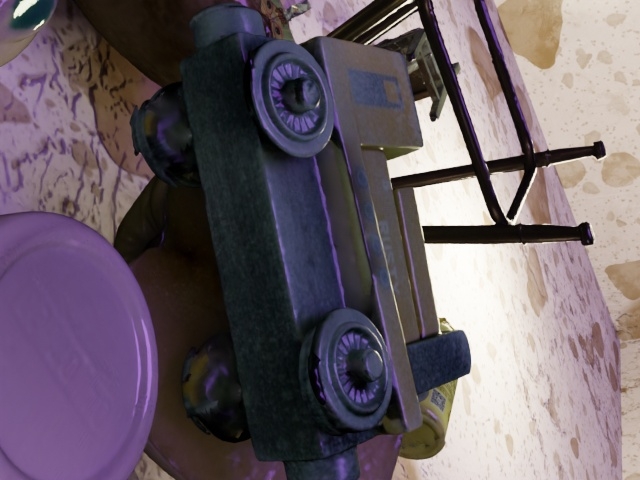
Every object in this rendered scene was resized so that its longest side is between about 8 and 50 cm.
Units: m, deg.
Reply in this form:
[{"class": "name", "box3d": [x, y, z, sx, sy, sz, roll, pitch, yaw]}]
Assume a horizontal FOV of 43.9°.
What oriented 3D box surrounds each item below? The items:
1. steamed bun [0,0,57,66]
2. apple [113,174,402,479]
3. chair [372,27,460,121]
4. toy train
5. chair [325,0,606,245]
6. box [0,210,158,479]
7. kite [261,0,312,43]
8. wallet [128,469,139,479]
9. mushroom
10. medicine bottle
[{"class": "steamed bun", "box3d": [-0.290, -0.241, 0.648, 0.177, 0.130, 0.228, 47, 36, -43]}, {"class": "apple", "box3d": [-0.050, 0.071, 0.770, 0.360, 0.312, 0.320, 33, 13, -34]}, {"class": "chair", "box3d": [0.167, -0.328, 1.526, 0.147, 0.136, 0.270, 63, 31, -24]}, {"class": "toy train", "box3d": [0.000, 0.000, 0.674, 0.253, 0.160, 0.398, -6, 83, -52]}, {"class": "chair", "box3d": [0.115, -0.171, 1.058, 0.362, 0.409, 0.364, 67, 28, -13]}, {"class": "box", "box3d": [-0.232, 0.106, 0.477, 0.262, 0.206, 0.292, 37, 47, -58]}, {"class": "kite", "box3d": [-0.058, -0.355, 1.261, 0.250, 0.012, 0.229, -45, 120, -59]}, {"class": "wallet", "box3d": [-0.182, 0.204, 0.642, 0.190, 0.033, 0.095, 90, 6, -49]}, {"class": "mushroom", "box3d": [-0.158, -0.260, 0.766, 0.211, 0.291, 0.218, 6, 81, -50]}, {"class": "medicine bottle", "box3d": [0.159, 0.220, 1.261, 0.124, 0.124, 0.239, 61, 30, -24]}]
